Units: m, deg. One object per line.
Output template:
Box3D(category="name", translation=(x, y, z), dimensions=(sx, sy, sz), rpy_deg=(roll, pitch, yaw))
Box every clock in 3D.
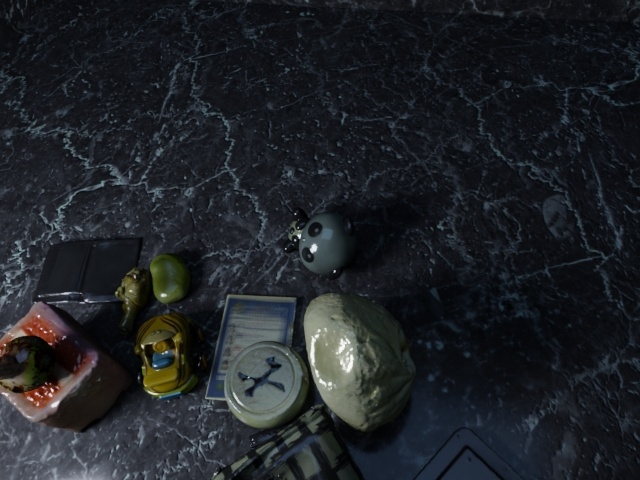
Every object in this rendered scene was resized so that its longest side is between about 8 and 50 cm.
Box3D(category="clock", translation=(0.350, 0.621, 1.098), dimensions=(0.279, 0.049, 0.273), rpy_deg=(-41, 61, -17))

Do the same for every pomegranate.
Box3D(category="pomegranate", translation=(-0.726, 0.292, 1.140), dimensions=(0.125, 0.163, 0.138), rpy_deg=(32, 89, 37))

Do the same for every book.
Box3D(category="book", translation=(-0.195, 0.310, 1.394), dimensions=(0.228, 0.018, 0.322), rpy_deg=(2, 58, 9))

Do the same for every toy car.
Box3D(category="toy car", translation=(-0.441, 0.315, 1.352), dimensions=(0.200, 0.142, 0.248), rpy_deg=(-17, 59, -3))

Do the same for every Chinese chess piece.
Box3D(category="Chinese chess piece", translation=(-0.141, 0.380, 1.278), dimensions=(0.237, 0.092, 0.238), rpy_deg=(-3, 57, 5))

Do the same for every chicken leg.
Box3D(category="chicken leg", translation=(-0.589, 0.186, 1.482), dimensions=(0.088, 0.103, 0.228), rpy_deg=(13, 64, 0))

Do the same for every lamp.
Box3D(category="lamp", translation=(0.000, 0.000, 1.470), dimensions=(0.244, 0.198, 0.198), rpy_deg=(23, 63, 39))

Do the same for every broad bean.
Box3D(category="broad bean", translation=(-0.481, 0.117, 1.528), dimensions=(0.124, 0.082, 0.174), rpy_deg=(-26, 68, -8))

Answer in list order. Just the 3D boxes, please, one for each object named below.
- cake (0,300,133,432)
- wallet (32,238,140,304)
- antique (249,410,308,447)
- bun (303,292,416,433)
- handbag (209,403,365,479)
Box3D(category="cake", translation=(-0.717, 0.355, 1.318), dimensions=(0.309, 0.230, 0.237), rpy_deg=(30, 68, 24))
Box3D(category="wallet", translation=(-0.779, 0.106, 1.596), dimensions=(0.322, 0.041, 0.247), rpy_deg=(-4, 58, 2))
Box3D(category="antique", translation=(-0.097, 0.497, 1.263), dimensions=(0.192, 0.015, 0.031), rpy_deg=(-22, 57, -6))
Box3D(category="bun", translation=(0.108, 0.283, 1.195), dimensions=(0.227, 0.352, 0.349), rpy_deg=(-20, 94, 8))
Box3D(category="handbag", translation=(-0.051, 0.587, 1.054), dimensions=(0.327, 0.162, 0.325), rpy_deg=(-27, 77, -18))
